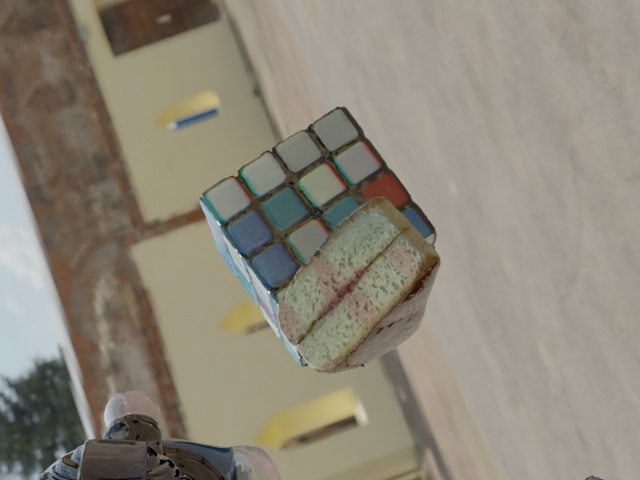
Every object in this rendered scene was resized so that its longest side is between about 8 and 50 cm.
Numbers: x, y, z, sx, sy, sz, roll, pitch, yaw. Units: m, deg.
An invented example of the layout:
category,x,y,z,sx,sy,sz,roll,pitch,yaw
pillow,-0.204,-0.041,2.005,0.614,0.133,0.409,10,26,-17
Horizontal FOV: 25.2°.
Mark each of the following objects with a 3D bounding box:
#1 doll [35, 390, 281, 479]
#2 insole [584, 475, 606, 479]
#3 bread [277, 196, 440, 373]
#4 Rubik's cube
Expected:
category,x,y,z,sx,sy,sz,roll,pitch,yaw
doll,-0.132,0.251,0.904,0.310,0.240,0.284,-110,25,-72
insole,0.208,0.192,0.689,0.253,0.005,0.086,33,141,52
bread,0.013,0.026,0.591,0.043,0.062,0.109,51,169,15
Rubik's cube,0.000,0.000,1.291,0.151,0.155,0.154,55,172,19
